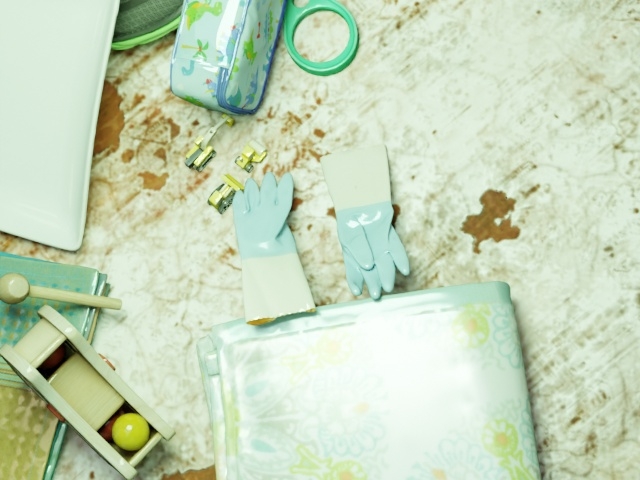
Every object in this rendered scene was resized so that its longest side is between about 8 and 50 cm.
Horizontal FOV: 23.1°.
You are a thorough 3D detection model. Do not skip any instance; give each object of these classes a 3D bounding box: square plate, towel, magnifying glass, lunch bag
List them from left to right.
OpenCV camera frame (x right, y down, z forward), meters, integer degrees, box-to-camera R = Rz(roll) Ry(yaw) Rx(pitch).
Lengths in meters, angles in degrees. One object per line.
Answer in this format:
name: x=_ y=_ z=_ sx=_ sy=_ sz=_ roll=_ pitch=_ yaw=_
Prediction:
towel: x=-0.427 y=0.190 z=1.907 sx=0.271 sy=0.040 sz=0.370 roll=12 pitch=80 yaw=15
square plate: x=-0.421 y=-0.192 z=1.941 sx=0.347 sy=0.049 sz=0.344 roll=15 pitch=104 yaw=14
lunch bag: x=-0.102 y=-0.263 z=1.880 sx=0.090 sy=0.176 sz=0.219 roll=14 pitch=90 yaw=12
magnifying glass: x=-0.028 y=-0.308 z=1.964 sx=0.092 sy=0.026 sz=0.231 roll=-29 pitch=71 yaw=3
towel: x=0.054 y=0.225 z=1.779 sx=0.374 sy=0.090 sz=0.320 roll=-9 pitch=77 yaw=9

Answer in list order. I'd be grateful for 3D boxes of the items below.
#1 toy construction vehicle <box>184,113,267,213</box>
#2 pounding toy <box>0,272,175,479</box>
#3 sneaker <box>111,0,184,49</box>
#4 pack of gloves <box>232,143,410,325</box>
toy construction vehicle: x=-0.121 y=-0.096 z=1.921 sx=0.086 sy=0.035 sz=0.098 roll=42 pitch=87 yaw=18
pounding toy: x=-0.264 y=0.130 z=1.798 sx=0.269 sy=0.154 sz=0.155 roll=45 pitch=77 yaw=-5
sneaker: x=-0.359 y=-0.381 z=1.951 sx=0.483 sy=0.202 sz=0.185 roll=20 pitch=75 yaw=15
pack of gloves: x=0.000 y=0.000 z=1.846 sx=0.195 sy=0.046 sz=0.232 roll=-10 pitch=50 yaw=1
